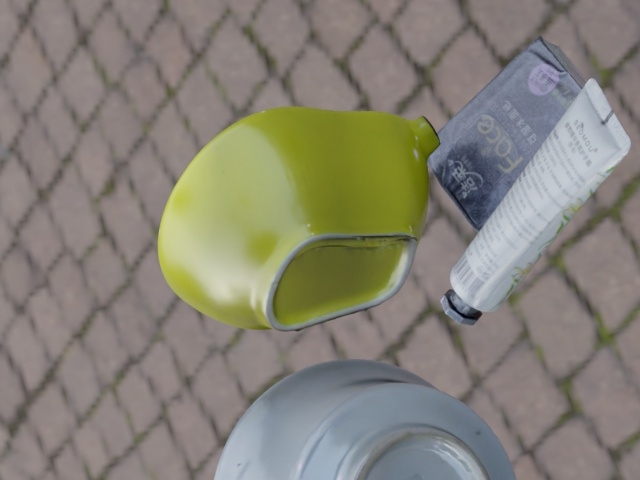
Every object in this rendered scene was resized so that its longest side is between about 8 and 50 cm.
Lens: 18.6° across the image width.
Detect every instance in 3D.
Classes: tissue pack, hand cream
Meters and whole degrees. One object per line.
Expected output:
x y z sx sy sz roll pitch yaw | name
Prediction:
0.176 -0.088 1.733 0.156 0.051 0.112 -45 55 17 | tissue pack
0.142 -0.017 1.296 0.194 0.042 0.067 -54 37 35 | hand cream

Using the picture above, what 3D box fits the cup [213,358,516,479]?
0.074 0.286 2.049 0.163 0.347 0.347 -24 82 63 | cup

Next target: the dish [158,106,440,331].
0.000 0.000 1.675 0.108 0.262 0.221 56 140 37 | dish
